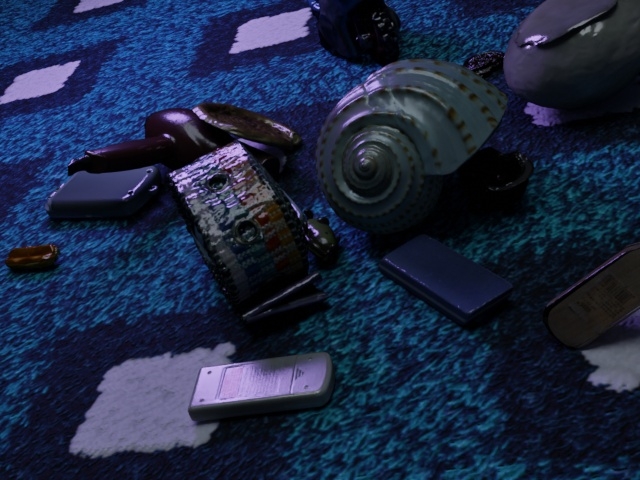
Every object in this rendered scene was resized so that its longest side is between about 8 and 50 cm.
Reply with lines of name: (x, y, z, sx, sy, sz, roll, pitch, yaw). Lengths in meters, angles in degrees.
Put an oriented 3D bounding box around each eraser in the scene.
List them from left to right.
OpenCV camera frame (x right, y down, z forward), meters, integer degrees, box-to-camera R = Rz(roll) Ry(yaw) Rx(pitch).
eraser: (0.170, 0.051, 1.288, 0.082, 0.036, 0.225, -30, 34, -20)

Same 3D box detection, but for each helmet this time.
helmet: (0.272, -0.088, 1.421, 0.123, 0.070, 0.098, 25, 57, 39)

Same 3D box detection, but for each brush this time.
brush: (0.402, 0.014, 1.080, 0.327, 0.070, 0.065, -42, -4, 29)

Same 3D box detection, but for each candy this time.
candy: (0.457, -0.337, 1.599, 0.296, 0.185, 0.295, -26, 21, 11)

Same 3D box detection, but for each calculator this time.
calculator: (-0.418, -0.094, 1.778, 0.246, 0.045, 0.141, -1, 35, 23)

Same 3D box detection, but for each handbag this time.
handbag: (0.000, 0.000, 1.428, 0.047, 0.072, 0.111, -57, 30, 16)

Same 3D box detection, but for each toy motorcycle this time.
toy motorcycle: (0.062, -0.541, 2.061, 0.172, 0.232, 0.416, -26, 32, -8)

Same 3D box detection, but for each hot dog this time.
hot dog: (-0.514, 0.032, 1.646, 0.122, 0.037, 0.049, -5, 45, 29)

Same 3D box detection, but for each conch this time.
conch: (0.129, -0.169, 1.432, 0.303, 0.215, 0.319, -41, 15, 24)

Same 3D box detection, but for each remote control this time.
remote control: (-0.075, 0.189, 1.198, 0.190, 0.029, 0.087, -10, 33, 12)

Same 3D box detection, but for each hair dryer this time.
hair dryer: (-0.287, -0.145, 1.664, 0.313, 0.123, 0.340, 24, 30, 37)

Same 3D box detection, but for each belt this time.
belt: (-0.108, -0.025, 1.378, 0.161, 0.206, 0.295, -27, 35, -11)

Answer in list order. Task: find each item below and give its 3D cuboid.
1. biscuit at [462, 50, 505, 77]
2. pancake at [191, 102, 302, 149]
biscuit: (0.329, -0.352, 1.837, 0.089, 0.027, 0.087, -6, 33, 17)
pancake: (-0.136, -0.215, 1.729, 0.212, 0.029, 0.235, 20, 15, -3)
